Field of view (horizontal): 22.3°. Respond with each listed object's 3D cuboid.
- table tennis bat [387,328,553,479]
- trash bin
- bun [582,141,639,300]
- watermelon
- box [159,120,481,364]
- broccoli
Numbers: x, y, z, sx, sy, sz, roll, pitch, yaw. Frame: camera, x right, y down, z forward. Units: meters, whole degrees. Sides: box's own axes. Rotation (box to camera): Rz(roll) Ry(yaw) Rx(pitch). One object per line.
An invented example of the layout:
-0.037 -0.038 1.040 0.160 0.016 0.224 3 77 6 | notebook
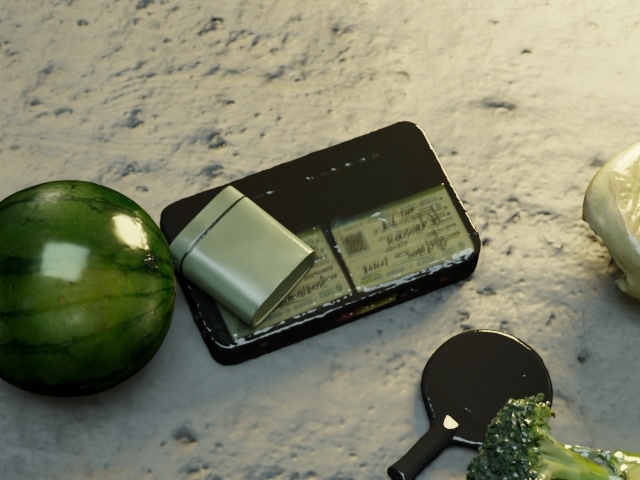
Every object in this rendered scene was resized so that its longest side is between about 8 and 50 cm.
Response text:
0.165 0.195 1.858 0.150 0.027 0.236 40 66 17 | table tennis bat
-0.091 0.018 1.860 0.130 0.059 0.116 38 69 15 | trash bin
0.415 -0.009 1.931 0.237 0.116 0.210 15 58 -12 | bun
-0.280 0.053 1.791 0.242 0.242 0.242 1 61 -2 | watermelon
0.000 0.000 1.938 0.350 0.058 0.211 -19 66 -13 | box
0.316 0.253 1.721 0.361 0.221 0.252 -33 66 -20 | broccoli
